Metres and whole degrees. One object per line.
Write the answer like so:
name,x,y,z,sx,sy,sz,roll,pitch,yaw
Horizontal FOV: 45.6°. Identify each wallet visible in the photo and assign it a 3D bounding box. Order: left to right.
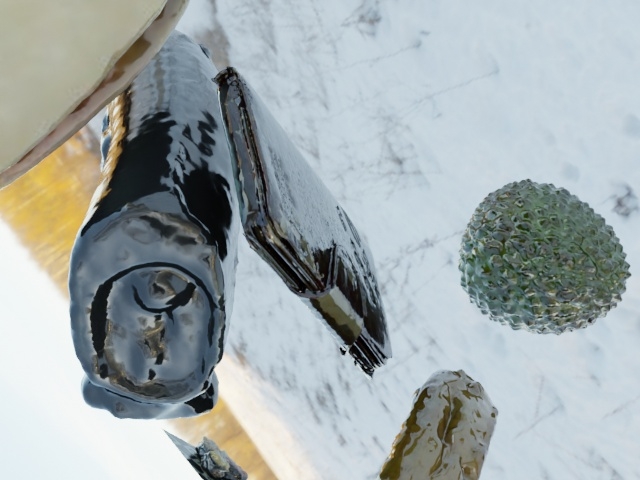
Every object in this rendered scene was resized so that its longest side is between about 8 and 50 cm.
wallet,0.000,0.000,0.489,0.232,0.031,0.122,53,-161,-57

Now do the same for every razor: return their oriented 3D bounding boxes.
razor,-0.114,-0.031,0.560,0.327,0.107,0.189,-107,22,-57

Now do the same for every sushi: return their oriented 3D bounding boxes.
sushi,-0.116,0.264,0.904,0.126,0.026,0.120,43,170,-37

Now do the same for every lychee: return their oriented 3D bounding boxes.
lychee,0.221,0.022,0.761,0.171,0.171,0.171,50,168,15

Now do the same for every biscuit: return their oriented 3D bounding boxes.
biscuit,0.050,0.227,0.507,0.075,0.296,0.296,21,159,13

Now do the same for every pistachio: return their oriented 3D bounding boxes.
pistachio,-0.201,-0.127,0.423,0.214,0.318,0.193,49,163,15
